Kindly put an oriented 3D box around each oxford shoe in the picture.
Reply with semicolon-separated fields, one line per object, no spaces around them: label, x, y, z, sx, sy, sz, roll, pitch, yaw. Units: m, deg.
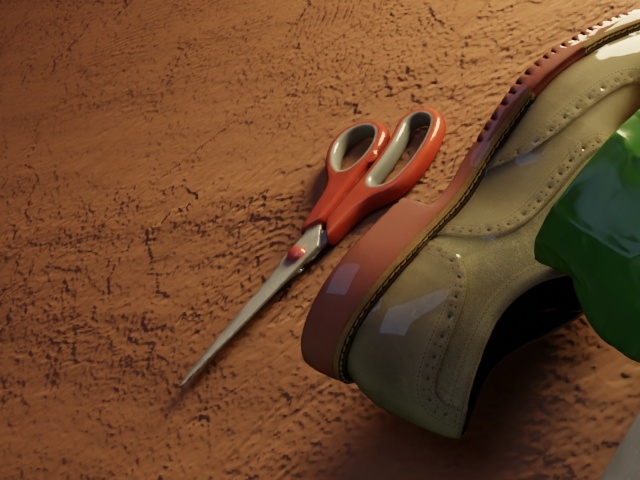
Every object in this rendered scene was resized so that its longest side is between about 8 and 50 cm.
oxford shoe;0.146;-0.012;0.764;0.130;0.123;0.348;34;69;26

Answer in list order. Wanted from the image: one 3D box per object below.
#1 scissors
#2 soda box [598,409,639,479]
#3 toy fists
scissors;0.000;0.000;0.919;0.109;0.021;0.297;4;48;40
soda box;0.230;0.046;0.532;0.286;0.091;0.098;-57;8;-10
toy fists;0.253;-0.037;0.665;0.142;0.096;0.279;37;71;25
